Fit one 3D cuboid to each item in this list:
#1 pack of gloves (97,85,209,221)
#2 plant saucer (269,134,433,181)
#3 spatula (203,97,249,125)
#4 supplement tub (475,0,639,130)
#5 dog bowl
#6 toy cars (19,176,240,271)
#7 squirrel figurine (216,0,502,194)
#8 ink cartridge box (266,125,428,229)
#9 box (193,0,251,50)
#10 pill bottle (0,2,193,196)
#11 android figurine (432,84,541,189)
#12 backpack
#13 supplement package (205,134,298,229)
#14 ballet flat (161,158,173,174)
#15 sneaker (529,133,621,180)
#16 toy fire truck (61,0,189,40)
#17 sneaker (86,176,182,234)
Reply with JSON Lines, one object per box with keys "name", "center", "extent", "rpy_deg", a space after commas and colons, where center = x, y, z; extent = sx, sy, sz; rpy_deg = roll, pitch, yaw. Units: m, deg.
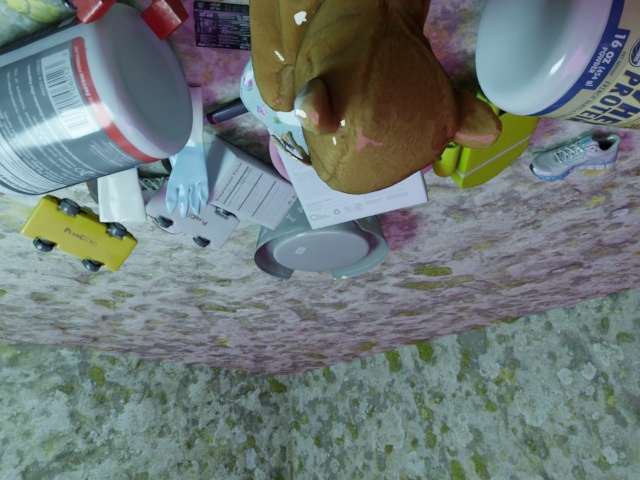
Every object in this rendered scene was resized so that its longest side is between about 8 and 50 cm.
{"name": "pack of gloves", "center": [-0.296, -0.150, 0.869], "extent": [0.194, 0.232, 0.046], "rpy_deg": [-1, -162, -3]}
{"name": "plant saucer", "center": [0.071, -0.199, 0.908], "extent": [0.331, 0.084, 0.332], "rpy_deg": [-3, 153, -2]}
{"name": "spatula", "center": [-0.219, -0.216, 0.883], "extent": [0.296, 0.031, 0.084], "rpy_deg": [-12, 154, 14]}
{"name": "supplement tub", "center": [0.398, -0.268, 0.653], "extent": [0.315, 0.229, 0.228], "rpy_deg": [3, 153, -14]}
{"name": "dog bowl", "center": [0.000, 0.000, 1.286], "extent": [0.348, 0.102, 0.349], "rpy_deg": [-4, 154, -2]}
{"name": "toy cars", "center": [-0.357, -0.043, 0.968], "extent": [0.393, 0.087, 0.177], "rpy_deg": [-12, 125, -24]}
{"name": "squirrel figurine", "center": [0.047, -0.249, 0.452], "extent": [0.280, 0.371, 0.397], "rpy_deg": [7, 148, -22]}
{"name": "ink cartridge box", "center": [0.051, -0.138, 0.840], "extent": [0.223, 0.045, 0.224], "rpy_deg": [-12, 126, 16]}
{"name": "box", "center": [-0.140, -0.309, 0.715], "extent": [0.083, 0.018, 0.067], "rpy_deg": [0, 154, -10]}
{"name": "pill bottle", "center": [-0.392, -0.182, 0.718], "extent": [0.362, 0.210, 0.210], "rpy_deg": [-12, 153, 16]}
{"name": "android figurine", "center": [0.311, -0.192, 0.888], "extent": [0.248, 0.056, 0.273], "rpy_deg": [-31, 154, -9]}
{"name": "backpack", "center": [-0.022, -0.204, 0.707], "extent": [0.182, 0.115, 0.152], "rpy_deg": [40, 117, -2]}
{"name": "supplement package", "center": [-0.148, -0.112, 0.983], "extent": [0.179, 0.105, 0.105], "rpy_deg": [24, 106, -45]}
{"name": "ballet flat", "center": [-0.221, -0.124, 1.041], "extent": [0.084, 0.058, 0.249], "rpy_deg": [-24, 148, 35]}
{"name": "sneaker", "center": [0.539, -0.186, 1.044], "extent": [0.190, 0.072, 0.083], "rpy_deg": [-14, 148, 0]}
{"name": "toy fire truck", "center": [-0.258, -0.320, 0.579], "extent": [0.047, 0.135, 0.192], "rpy_deg": [-23, 115, 33]}
{"name": "sneaker", "center": [-0.355, -0.105, 1.039], "extent": [0.121, 0.099, 0.262], "rpy_deg": [-32, 150, 24]}
